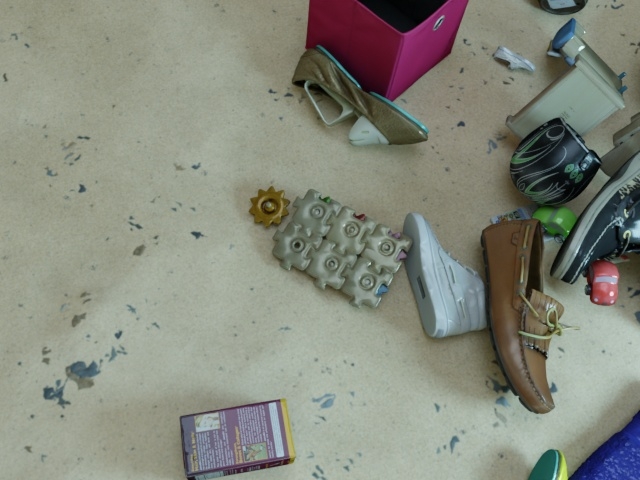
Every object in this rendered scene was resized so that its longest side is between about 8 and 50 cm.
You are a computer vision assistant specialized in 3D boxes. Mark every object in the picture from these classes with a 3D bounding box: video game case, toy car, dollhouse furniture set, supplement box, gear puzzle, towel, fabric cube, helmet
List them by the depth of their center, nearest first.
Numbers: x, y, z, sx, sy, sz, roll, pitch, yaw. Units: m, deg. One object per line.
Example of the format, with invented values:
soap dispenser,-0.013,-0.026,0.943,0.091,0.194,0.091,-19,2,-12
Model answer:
supplement box,-0.144,0.347,1.307,0.188,0.081,0.104,-8,66,-9
towel,0.610,0.430,1.340,0.308,0.076,0.228,-34,65,-18
gear puzzle,0.000,0.000,1.504,0.338,0.044,0.176,28,79,13
toy car,0.534,-0.009,1.520,0.225,0.053,0.239,31,61,17
helmet,0.469,-0.150,1.534,0.161,0.169,0.169,-42,69,23
video game case,0.426,-0.027,1.569,0.122,0.011,0.087,-18,68,-13
fabric cube,0.145,-0.494,1.631,0.259,0.258,0.254,41,67,14
dollhouse furniture set,0.580,-0.301,1.683,0.286,0.198,0.303,42,35,-8

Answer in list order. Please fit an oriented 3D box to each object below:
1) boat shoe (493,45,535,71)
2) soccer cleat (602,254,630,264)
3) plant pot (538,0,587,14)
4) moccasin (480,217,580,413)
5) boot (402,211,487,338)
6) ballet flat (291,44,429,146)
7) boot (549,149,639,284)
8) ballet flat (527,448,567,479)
boat shoe,0.448,-0.412,1.744,0.100,0.035,0.035,32,94,6
soccer cleat,0.591,0.043,1.542,0.083,0.029,0.036,6,79,-4
plant pot,0.588,-0.668,1.795,0.215,0.215,0.231,11,78,0
moccasin,0.398,0.133,1.415,0.146,0.139,0.380,-15,53,26
boot,0.246,0.063,1.479,0.123,0.095,0.258,-4,69,-18
ballet flat,0.070,-0.282,1.617,0.342,0.116,0.124,41,88,14
boot,0.627,0.010,1.404,0.284,0.138,0.377,39,55,17
ballet flat,0.383,0.479,1.301,0.077,0.077,0.231,35,68,-11
